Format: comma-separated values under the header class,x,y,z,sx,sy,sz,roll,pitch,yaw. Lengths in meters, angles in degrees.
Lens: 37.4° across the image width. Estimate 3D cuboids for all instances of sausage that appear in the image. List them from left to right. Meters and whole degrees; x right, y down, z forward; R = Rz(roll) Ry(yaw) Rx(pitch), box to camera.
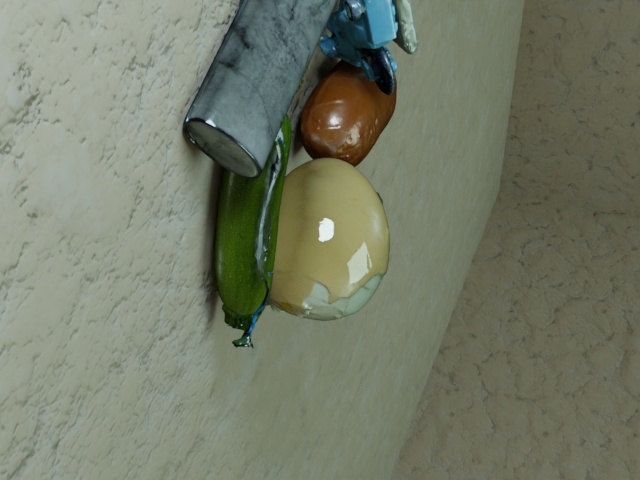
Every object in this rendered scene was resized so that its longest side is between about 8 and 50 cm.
class,x,y,z,sx,sy,sz,roll,pitch,yaw
sausage,0.046,-0.205,1.460,0.258,0.133,0.133,-56,154,-48

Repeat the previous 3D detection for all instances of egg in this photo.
class,x,y,z,sx,sy,sz,roll,pitch,yaw
egg,0.000,0.000,1.333,0.201,0.201,0.244,54,42,-69

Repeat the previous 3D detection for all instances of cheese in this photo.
class,x,y,z,sx,sy,sz,roll,pitch,yaw
cheese,0.087,-0.459,1.363,0.085,0.034,0.400,-123,-167,-54

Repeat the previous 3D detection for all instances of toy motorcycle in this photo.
class,x,y,z,sx,sy,sz,roll,pitch,yaw
toy motorcycle,0.053,-0.350,1.348,0.182,0.123,0.272,-125,-162,-55

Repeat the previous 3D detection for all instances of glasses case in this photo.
class,x,y,z,sx,sy,sz,roll,pitch,yaw
glasses case,-0.061,-0.223,1.133,0.114,0.060,0.299,39,59,-31

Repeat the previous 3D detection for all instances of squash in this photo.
class,x,y,z,sx,sy,sz,roll,pitch,yaw
squash,-0.092,-0.017,1.207,0.087,0.087,0.331,-37,137,-66

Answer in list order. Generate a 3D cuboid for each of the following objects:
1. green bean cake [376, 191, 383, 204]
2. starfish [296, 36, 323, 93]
class,x,y,z,sx,sy,sz,roll,pitch,yaw
green bean cake,0.053,0.013,1.703,0.183,0.094,0.185,-43,142,-62
starfish,-0.056,-0.206,1.268,0.208,0.053,0.176,-20,131,-64
